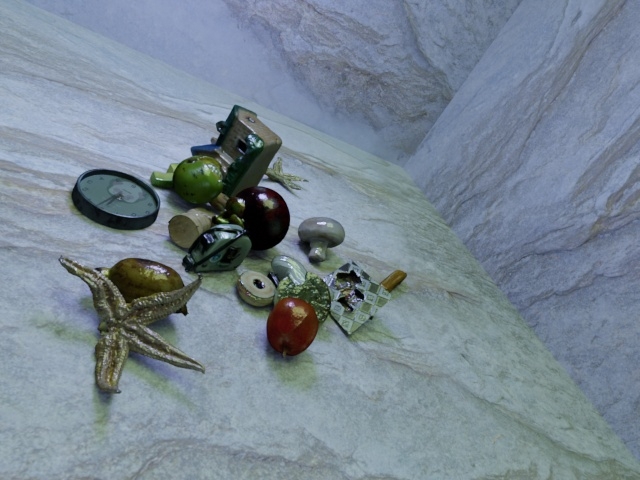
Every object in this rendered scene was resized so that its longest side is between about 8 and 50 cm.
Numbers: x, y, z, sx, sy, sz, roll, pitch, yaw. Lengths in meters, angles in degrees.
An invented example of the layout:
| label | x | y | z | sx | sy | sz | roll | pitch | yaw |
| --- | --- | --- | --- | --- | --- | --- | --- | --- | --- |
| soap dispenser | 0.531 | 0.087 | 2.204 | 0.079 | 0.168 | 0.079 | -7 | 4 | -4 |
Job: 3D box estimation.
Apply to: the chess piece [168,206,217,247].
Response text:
| label | x | y | z | sx | sy | sz | roll | pitch | yaw |
| --- | --- | --- | --- | --- | --- | --- | --- | --- | --- |
| chess piece | -0.519 | -0.075 | 1.761 | 0.137 | 0.137 | 0.301 | 31 | 17 | -5 |

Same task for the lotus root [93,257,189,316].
| label | x | y | z | sx | sy | sz | roll | pitch | yaw |
| --- | --- | --- | --- | --- | --- | --- | --- | --- | --- |
| lotus root | -0.550 | 0.141 | 1.310 | 0.314 | 0.170 | 0.141 | 23 | 13 | -14 |

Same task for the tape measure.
| label | x | y | z | sx | sy | sz | roll | pitch | yaw |
| --- | --- | --- | --- | --- | --- | --- | --- | --- | --- |
| tape measure | -0.387 | 0.032 | 1.623 | 0.235 | 0.207 | 0.115 | 1 | 44 | -49 |

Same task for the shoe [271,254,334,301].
| label | x | y | z | sx | sy | sz | roll | pitch | yaw |
| --- | --- | --- | --- | --- | --- | --- | --- | --- | --- |
| shoe | -0.095 | 0.199 | 1.763 | 0.316 | 0.124 | 0.159 | 33 | 36 | -1 |

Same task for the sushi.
| label | x | y | z | sx | sy | sz | roll | pitch | yaw |
| --- | --- | --- | --- | --- | --- | --- | --- | --- | --- |
| sushi | 0.136 | 0.259 | 1.909 | 0.294 | 0.059 | 0.292 | -30 | 58 | -29 |

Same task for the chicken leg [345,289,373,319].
| label | x | y | z | sx | sy | sz | roll | pitch | yaw |
| --- | --- | --- | --- | --- | --- | --- | --- | --- | --- |
| chicken leg | 0.176 | 0.288 | 1.976 | 0.219 | 0.048 | 0.089 | 45 | 33 | 19 |

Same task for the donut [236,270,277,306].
| label | x | y | z | sx | sy | sz | roll | pitch | yaw |
| --- | --- | --- | --- | --- | --- | --- | --- | --- | --- |
| donut | -0.254 | 0.194 | 1.651 | 0.174 | 0.068 | 0.175 | 26 | 26 | -14 |

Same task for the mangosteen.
| label | x | y | z | sx | sy | sz | roll | pitch | yaw |
| --- | --- | --- | --- | --- | --- | --- | --- | --- | --- |
| mangosteen | -0.285 | -0.097 | 1.847 | 0.311 | 0.311 | 0.311 | 26 | 29 | -15 |

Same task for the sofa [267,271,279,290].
| label | x | y | z | sx | sy | sz | roll | pitch | yaw |
| --- | --- | --- | --- | --- | --- | --- | --- | --- | --- |
| sofa | -0.184 | 0.190 | 1.736 | 0.039 | 0.060 | 0.118 | -2 | 44 | -43 |

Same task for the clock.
| label | x | y | z | sx | sy | sz | roll | pitch | yaw |
| --- | --- | --- | --- | --- | --- | --- | --- | --- | --- |
| clock | -0.794 | -0.167 | 1.649 | 0.318 | 0.066 | 0.319 | 26 | 30 | -16 |

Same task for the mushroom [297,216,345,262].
| label | x | y | z | sx | sy | sz | roll | pitch | yaw |
| --- | --- | --- | --- | --- | --- | --- | --- | --- | --- |
| mushroom | 0.000 | 0.000 | 2.114 | 0.243 | 0.244 | 0.244 | 26 | 29 | -15 |

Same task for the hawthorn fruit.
| label | x | y | z | sx | sy | sz | roll | pitch | yaw |
| --- | --- | --- | --- | --- | --- | --- | --- | --- | --- |
| hawthorn fruit | -0.105 | 0.324 | 1.484 | 0.196 | 0.197 | 0.226 | 28 | 40 | -10 |

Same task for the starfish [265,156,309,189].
| label | x | y | z | sx | sy | sz | roll | pitch | yaw |
| --- | --- | --- | --- | --- | --- | --- | --- | --- | --- |
| starfish | -0.253 | -0.401 | 2.575 | 0.347 | 0.078 | 0.358 | -6 | 47 | -51 |

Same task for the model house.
| label | x | y | z | sx | sy | sz | roll | pitch | yaw |
| --- | --- | --- | --- | --- | --- | --- | --- | --- | --- |
| model house | -0.447 | -0.460 | 2.135 | 0.342 | 0.382 | 0.334 | 42 | 26 | 5 |

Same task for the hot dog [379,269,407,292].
| label | x | y | z | sx | sy | sz | roll | pitch | yaw |
| --- | --- | --- | --- | --- | --- | --- | --- | --- | --- |
| hot dog | 0.392 | 0.228 | 2.285 | 0.083 | 0.068 | 0.289 | 21 | 25 | 27 |

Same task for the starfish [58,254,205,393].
| label | x | y | z | sx | sy | sz | roll | pitch | yaw |
| --- | --- | --- | --- | --- | --- | --- | --- | --- | --- |
| starfish | -0.521 | 0.229 | 1.165 | 0.383 | 0.132 | 0.398 | -2 | 59 | -17 |

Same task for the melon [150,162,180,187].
| label | x | y | z | sx | sy | sz | roll | pitch | yaw |
| --- | --- | --- | --- | --- | --- | --- | --- | --- | --- |
| melon | -0.707 | -0.298 | 1.954 | 0.118 | 0.064 | 0.209 | 41 | 31 | 11 |

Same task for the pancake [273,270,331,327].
| label | x | y | z | sx | sy | sz | roll | pitch | yaw |
| --- | --- | --- | --- | --- | --- | --- | --- | --- | --- |
| pancake | -0.069 | 0.247 | 1.663 | 0.253 | 0.037 | 0.254 | 7 | 73 | -23 |

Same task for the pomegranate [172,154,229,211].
| label | x | y | z | sx | sy | sz | roll | pitch | yaw |
| --- | --- | --- | --- | --- | --- | --- | --- | --- | --- |
| pomegranate | -0.529 | -0.244 | 1.909 | 0.302 | 0.235 | 0.236 | 60 | 4 | -44 |
